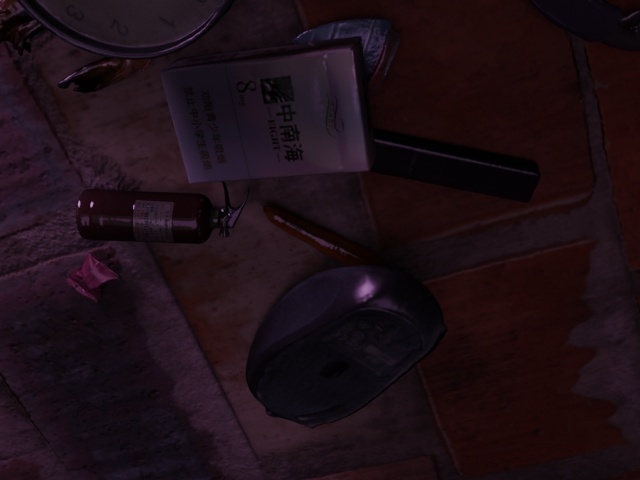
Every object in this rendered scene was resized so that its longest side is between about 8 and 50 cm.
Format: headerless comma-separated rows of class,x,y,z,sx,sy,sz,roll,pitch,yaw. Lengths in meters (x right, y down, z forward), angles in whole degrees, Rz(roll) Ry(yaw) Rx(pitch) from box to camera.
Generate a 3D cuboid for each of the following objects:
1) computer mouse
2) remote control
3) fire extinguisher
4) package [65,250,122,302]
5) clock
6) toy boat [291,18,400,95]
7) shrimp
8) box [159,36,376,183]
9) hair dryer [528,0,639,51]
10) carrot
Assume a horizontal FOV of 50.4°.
computer mouse,0.031,0.148,0.990,0.203,0.114,0.374,35,131,-17
remote control,0.165,-0.097,0.901,0.245,0.025,0.063,11,123,-2
fire extinguisher,-0.211,-0.044,0.927,0.230,0.071,0.099,1,110,3
package,-0.338,0.055,1.012,0.059,0.029,0.083,41,122,-14
clock,-0.208,-0.322,0.702,0.280,0.055,0.281,1,127,1
toy boat,0.028,-0.238,0.827,0.122,0.034,0.096,22,116,-7
shrimp,-0.303,-0.260,0.824,0.289,0.075,0.178,-33,115,5
box,-0.060,-0.157,0.842,0.242,0.067,0.155,-2,120,14
hair dryer,0.274,-0.335,0.741,0.361,0.121,0.301,36,106,-25
carrot,0.000,0.000,0.956,0.190,0.037,0.037,27,117,-10
